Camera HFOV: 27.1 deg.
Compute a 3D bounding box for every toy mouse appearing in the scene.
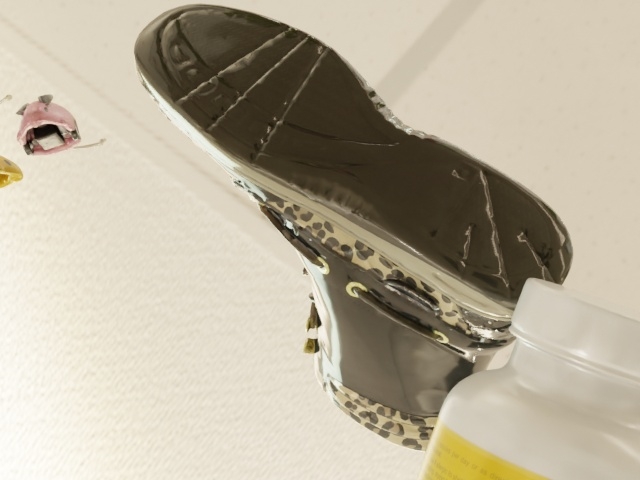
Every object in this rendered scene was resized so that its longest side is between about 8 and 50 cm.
[{"bbox_3d":[-0.213,-0.071,0.856,0.161,0.143,0.031,-12,-108,-21],"label":"toy mouse"}]

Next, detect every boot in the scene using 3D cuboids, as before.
[{"bbox_3d":[0.000,0.002,0.671,0.236,0.179,0.085,34,-123,15],"label":"boot"}]

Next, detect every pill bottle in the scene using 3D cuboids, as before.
[{"bbox_3d":[0.083,0.113,0.502,0.103,0.103,0.184,18,-86,-8],"label":"pill bottle"}]
